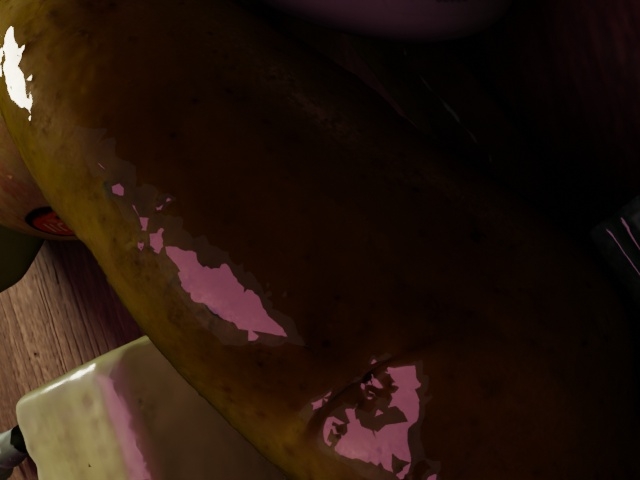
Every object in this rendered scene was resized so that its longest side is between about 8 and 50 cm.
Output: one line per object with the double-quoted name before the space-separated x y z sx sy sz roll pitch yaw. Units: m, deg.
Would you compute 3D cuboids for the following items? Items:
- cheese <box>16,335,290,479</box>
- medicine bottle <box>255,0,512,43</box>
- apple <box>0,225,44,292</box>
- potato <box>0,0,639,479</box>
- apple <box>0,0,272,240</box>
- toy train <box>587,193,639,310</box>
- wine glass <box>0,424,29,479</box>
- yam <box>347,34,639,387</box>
"cheese" -0.005 0.157 0.626 0.123 0.242 0.266 -19 92 45
"medicine bottle" 0.044 -0.243 0.483 0.157 0.157 0.289 36 128 31
"apple" -0.322 -0.058 0.868 0.262 0.262 0.262 20 119 40
"potato" 0.000 0.000 0.497 0.369 0.195 0.176 44 143 6
"apple" -0.144 -0.120 0.700 0.260 0.194 0.261 21 120 44
"toy train" 0.247 0.046 0.412 0.330 0.138 0.178 57 146 10
"wine glass" -0.298 0.203 1.105 0.083 0.039 0.042 -33 76 43
"yam" 0.121 0.007 0.587 0.327 0.045 0.045 55 170 13
